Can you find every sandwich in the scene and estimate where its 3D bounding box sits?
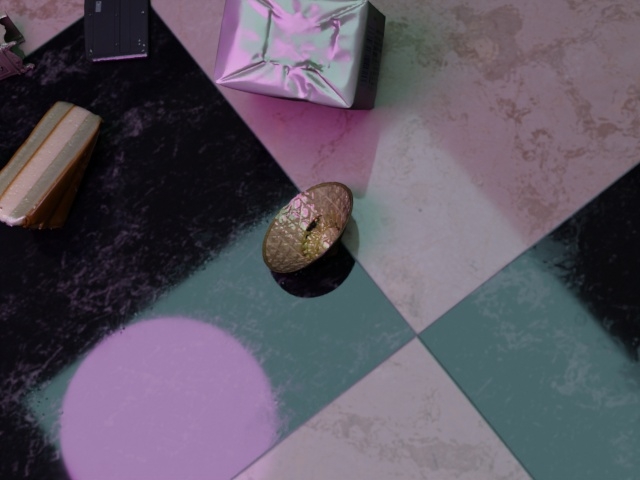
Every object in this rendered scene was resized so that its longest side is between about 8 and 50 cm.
[{"bbox_3d":[-0.362,-0.101,1.223,0.079,0.113,0.163,26,98,10],"label":"sandwich"}]

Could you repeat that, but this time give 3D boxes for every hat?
[{"bbox_3d":[0.000,0.000,1.218,0.146,0.067,0.146,-27,38,24],"label":"hat"}]

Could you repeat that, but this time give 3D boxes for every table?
[{"bbox_3d":[-0.461,-0.266,1.322,0.083,0.079,0.062,-24,72,-3],"label":"table"}]

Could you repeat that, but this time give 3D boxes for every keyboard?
[{"bbox_3d":[-0.292,-0.337,1.354,0.103,0.041,0.381,-4,67,5],"label":"keyboard"}]

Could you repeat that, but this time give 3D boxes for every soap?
[{"bbox_3d":[-0.021,-0.246,1.204,0.182,0.199,0.138,10,99,9],"label":"soap"}]
